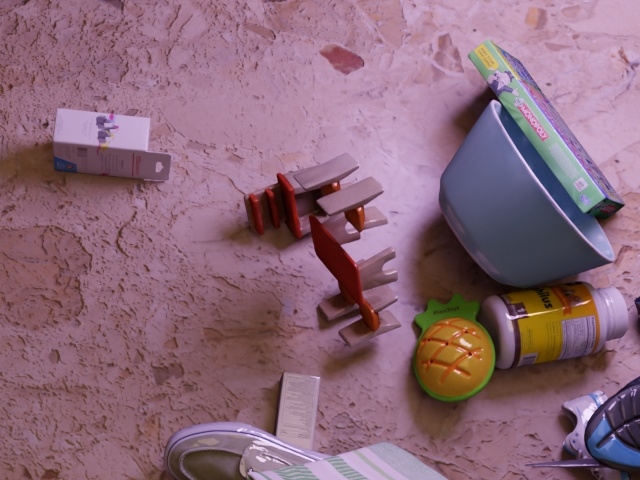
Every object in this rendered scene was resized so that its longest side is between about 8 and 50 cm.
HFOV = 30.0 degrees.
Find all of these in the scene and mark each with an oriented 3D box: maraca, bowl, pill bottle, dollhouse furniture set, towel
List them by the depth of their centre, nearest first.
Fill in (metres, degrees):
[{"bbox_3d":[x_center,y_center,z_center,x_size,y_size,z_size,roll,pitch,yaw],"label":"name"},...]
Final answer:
[{"bbox_3d":[0.081,0.355,1.607,0.248,0.038,0.325,29,19,35],"label":"towel"},{"bbox_3d":[0.000,0.000,1.798,0.135,0.262,0.259,-22,39,-16],"label":"dollhouse furniture set"},{"bbox_3d":[0.202,0.164,1.834,0.127,0.099,0.186,-12,53,10],"label":"maraca"},{"bbox_3d":[0.301,-0.048,1.858,0.163,0.311,0.311,-38,75,18],"label":"bowl"},{"bbox_3d":[0.365,0.129,1.865,0.215,0.117,0.117,-8,69,-14],"label":"pill bottle"}]

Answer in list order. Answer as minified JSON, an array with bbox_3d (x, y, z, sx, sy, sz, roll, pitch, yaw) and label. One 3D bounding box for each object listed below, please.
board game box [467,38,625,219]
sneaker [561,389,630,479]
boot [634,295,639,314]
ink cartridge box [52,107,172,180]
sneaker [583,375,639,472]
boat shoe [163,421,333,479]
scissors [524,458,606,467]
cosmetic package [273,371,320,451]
[{"bbox_3d":[0.374,-0.177,1.953,0.046,0.213,0.317,-38,76,17],"label":"board game box"},{"bbox_3d":[0.416,0.327,1.825,0.083,0.071,0.191,-9,61,-7],"label":"sneaker"},{"bbox_3d":[0.615,0.113,1.953,0.219,0.082,0.106,-19,94,-21],"label":"boot"},{"bbox_3d":[-0.323,-0.148,1.866,0.181,0.104,0.061,6,67,-8],"label":"ink cartridge box"},{"bbox_3d":[0.486,0.265,1.765,0.341,0.139,0.125,-15,81,-41],"label":"sneaker"},{"bbox_3d":[-0.074,0.334,1.695,0.302,0.094,0.109,12,101,-6],"label":"boat shoe"},{"bbox_3d":[0.458,0.325,1.773,0.297,0.021,0.109,4,34,15],"label":"scissors"},{"bbox_3d":[-0.036,0.259,1.781,0.060,0.041,0.115,11,66,-6],"label":"cosmetic package"}]
